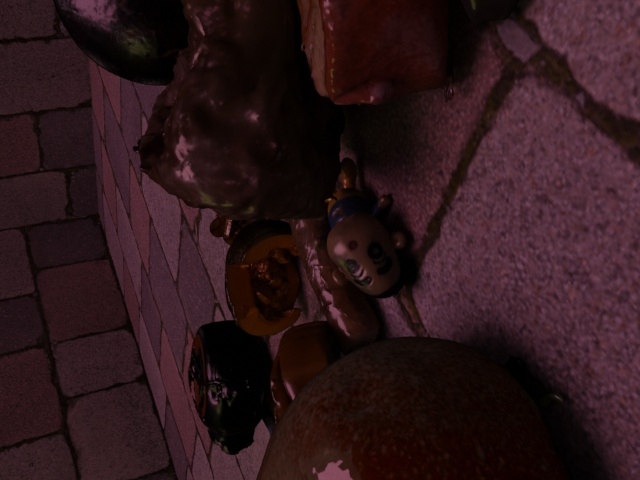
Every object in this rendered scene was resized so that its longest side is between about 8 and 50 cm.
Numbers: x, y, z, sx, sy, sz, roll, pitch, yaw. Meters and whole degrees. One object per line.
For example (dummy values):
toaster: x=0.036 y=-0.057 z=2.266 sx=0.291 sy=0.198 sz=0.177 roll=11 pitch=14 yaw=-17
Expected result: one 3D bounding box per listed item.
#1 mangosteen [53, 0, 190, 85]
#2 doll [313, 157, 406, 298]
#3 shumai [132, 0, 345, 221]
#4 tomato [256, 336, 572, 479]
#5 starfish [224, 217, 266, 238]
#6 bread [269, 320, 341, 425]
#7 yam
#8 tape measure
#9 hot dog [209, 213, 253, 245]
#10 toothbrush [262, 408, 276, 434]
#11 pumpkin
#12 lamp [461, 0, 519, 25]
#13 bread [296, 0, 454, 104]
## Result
mangosteen: x=-0.245 y=-0.363 z=0.996 sx=0.288 sy=0.287 sz=0.288 roll=41 pitch=136 yaw=55
doll: x=0.040 y=-0.009 z=0.742 sx=0.179 sy=0.102 sz=0.089 roll=60 pitch=-166 yaw=28
shumai: x=-0.054 y=-0.197 z=0.678 sx=0.346 sy=0.216 sz=0.283 roll=-86 pitch=13 yaw=-64
tomato: x=0.073 y=0.241 z=0.578 sx=0.303 sy=0.238 sz=0.304 roll=31 pitch=125 yaw=59
starfish: x=-0.104 y=-0.072 z=0.992 sx=0.150 sy=0.053 sz=0.210 roll=-62 pitch=-4 yaw=-11
bread: x=-0.001 y=0.209 z=0.827 sx=0.236 sy=0.069 sz=0.236 roll=-11 pitch=-90 yaw=-85
yam: x=0.000 y=0.000 z=0.852 sx=0.066 sy=0.066 sz=0.300 roll=125 pitch=129 yaw=-59
tape measure: x=-0.179 y=0.258 z=1.281 sx=0.223 sy=0.135 sz=0.202 roll=-121 pitch=34 yaw=-49
hot dog: x=-0.155 y=-0.035 z=1.191 sx=0.140 sy=0.060 sz=0.090 roll=-166 pitch=71 yaw=-68
toothbrush: x=-0.126 y=0.313 z=1.337 sx=0.275 sy=0.019 sz=0.025 roll=43 pitch=131 yaw=53
pumpkin: x=-0.083 y=0.041 z=0.993 sx=0.108 sy=0.118 sz=0.184 roll=50 pitch=138 yaw=45
lamp: x=0.115 y=-0.261 z=0.436 sx=0.101 sy=0.101 sz=0.250 roll=49 pitch=155 yaw=48
bread: x=0.037 y=-0.227 z=0.564 sx=0.190 sy=0.122 sz=0.244 roll=-175 pitch=72 yaw=-82
